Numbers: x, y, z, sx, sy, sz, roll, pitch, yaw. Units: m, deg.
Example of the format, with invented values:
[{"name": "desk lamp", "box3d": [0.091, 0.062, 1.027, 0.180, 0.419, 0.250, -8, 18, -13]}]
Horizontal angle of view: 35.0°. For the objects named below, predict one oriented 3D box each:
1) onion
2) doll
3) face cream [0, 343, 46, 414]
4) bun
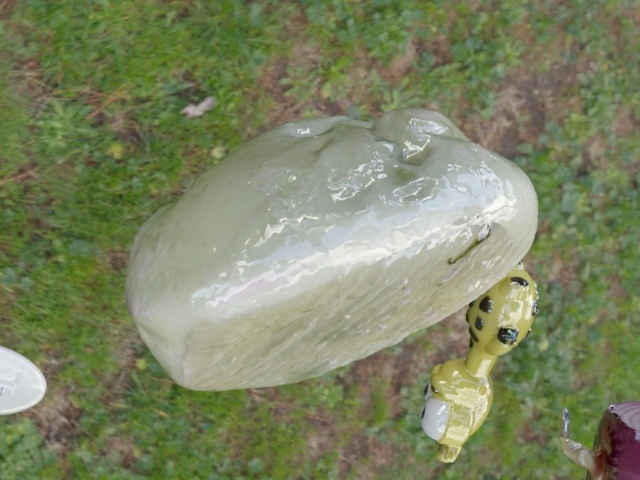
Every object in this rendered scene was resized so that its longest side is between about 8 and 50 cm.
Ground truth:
[{"name": "onion", "box3d": [0.373, 0.276, 1.110, 0.200, 0.207, 0.201, -1, 92, -26]}, {"name": "doll", "box3d": [0.185, 0.144, 1.208, 0.086, 0.117, 0.291, 17, 122, -3]}, {"name": "face cream", "box3d": [-0.390, 0.099, 0.986, 0.139, 0.285, 0.067, 25, 83, -42]}, {"name": "bun", "box3d": [0.000, 0.000, 0.563, 0.237, 0.210, 0.116, -5, 64, -35]}]
